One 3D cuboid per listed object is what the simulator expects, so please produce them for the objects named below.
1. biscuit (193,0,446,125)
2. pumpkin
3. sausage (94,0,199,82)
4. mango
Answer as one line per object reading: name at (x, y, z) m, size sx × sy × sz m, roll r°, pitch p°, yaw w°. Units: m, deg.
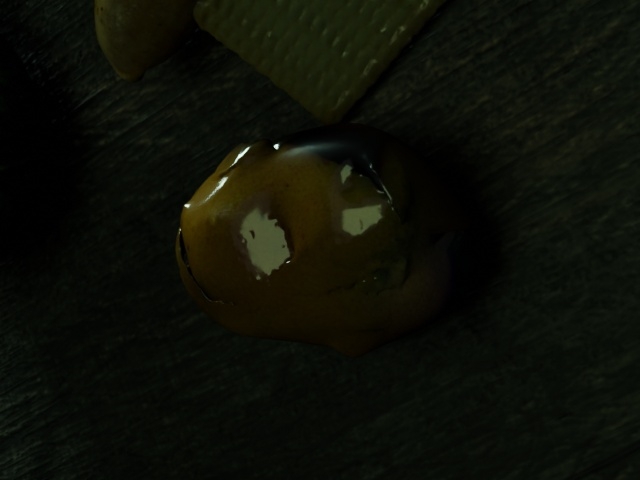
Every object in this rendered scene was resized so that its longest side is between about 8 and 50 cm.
biscuit at (0.018, -0.234, 1.560) m, size 0.172 × 0.029 × 0.254 m, roll 38°, pitch 123°, yaw -7°
pumpkin at (-0.426, -0.096, 1.843) m, size 0.315 × 0.238 × 0.315 m, roll 2°, pitch 93°, yaw 34°
sausage at (-0.060, -0.344, 1.594) m, size 0.501 × 0.123 × 0.136 m, roll -47°, pitch 56°, yaw 31°
mango at (0.000, 0.000, 1.568) m, size 0.287 × 0.153 × 0.201 m, roll 2°, pitch 91°, yaw 38°
